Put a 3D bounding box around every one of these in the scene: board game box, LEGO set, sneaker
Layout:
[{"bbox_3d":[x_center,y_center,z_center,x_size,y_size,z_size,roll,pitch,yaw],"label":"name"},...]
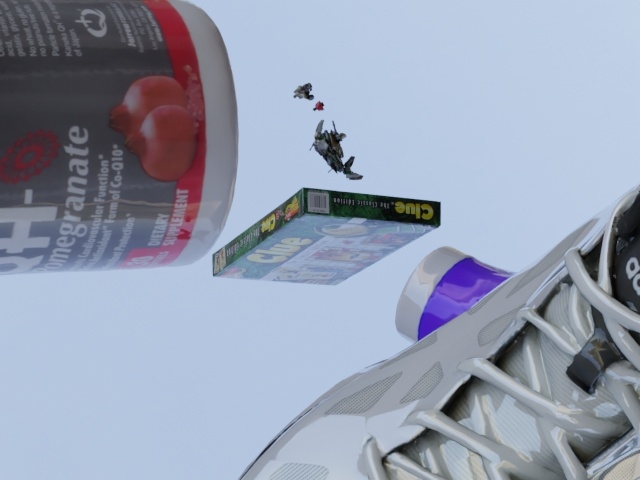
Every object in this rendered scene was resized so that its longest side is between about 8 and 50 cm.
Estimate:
[{"bbox_3d":[0.000,0.000,1.773,0.136,0.260,0.030,7,-106,-19],"label":"board game box"},{"bbox_3d":[0.001,-0.077,1.388,0.083,0.023,0.054,63,-164,16],"label":"LEGO set"},{"bbox_3d":[0.100,0.060,0.894,0.169,0.447,0.257,46,160,18],"label":"sneaker"}]

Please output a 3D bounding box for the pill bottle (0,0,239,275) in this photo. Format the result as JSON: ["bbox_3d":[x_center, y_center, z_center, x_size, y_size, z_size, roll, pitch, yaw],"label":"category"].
[{"bbox_3d":[-0.225,-0.064,1.148,0.318,0.176,0.176,-2,-118,-25],"label":"pill bottle"}]

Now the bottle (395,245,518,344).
[{"bbox_3d":[0.173,0.093,1.112,0.283,0.118,0.092,29,-177,29],"label":"bottle"}]
